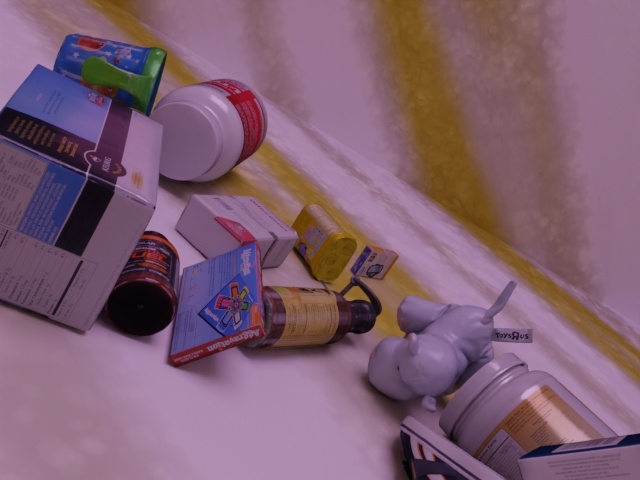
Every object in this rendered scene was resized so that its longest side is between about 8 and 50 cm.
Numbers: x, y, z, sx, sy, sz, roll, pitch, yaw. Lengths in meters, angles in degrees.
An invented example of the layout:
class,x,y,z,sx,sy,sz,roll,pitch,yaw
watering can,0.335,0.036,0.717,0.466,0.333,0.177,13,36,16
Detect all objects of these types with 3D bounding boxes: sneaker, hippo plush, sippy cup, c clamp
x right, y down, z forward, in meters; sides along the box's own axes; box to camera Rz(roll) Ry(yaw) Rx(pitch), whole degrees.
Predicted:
class,x,y,z,sx,sy,sz,roll,pitch,yaw
sneaker,0.184,0.370,1.075,0.126,0.127,0.321,34,-6,-14
hippo plush,0.228,0.240,1.336,0.237,0.294,0.234,-34,107,-46
sippy cup,-0.502,-0.372,1.657,0.224,0.305,0.239,18,56,-12
c clamp,0.065,0.120,1.493,0.022,0.161,0.137,-32,85,-31

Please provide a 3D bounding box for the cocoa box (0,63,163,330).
class,x,y,z,sx,sy,sz,roll,pitch,yaw
cocoa box,-0.389,-0.078,1.054,0.228,0.231,0.347,25,20,-22

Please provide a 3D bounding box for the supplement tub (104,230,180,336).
class,x,y,z,sx,sy,sz,roll,pitch,yaw
supplement tub,-0.275,0.057,1.106,0.106,0.106,0.198,26,19,-21

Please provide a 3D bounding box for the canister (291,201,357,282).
class,x,y,z,sx,sy,sz,roll,pitch,yaw
canister,0.000,0.000,1.671,0.073,0.126,0.170,17,22,-39

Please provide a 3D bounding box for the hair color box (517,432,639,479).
class,x,y,z,sx,sy,sz,roll,pitch,yaw
hair color box,0.388,0.432,0.889,0.105,0.174,0.346,7,68,-55

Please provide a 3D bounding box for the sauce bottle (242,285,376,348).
class,x,y,z,sx,sy,sz,roll,pitch,yaw
sauce bottle,-0.018,0.143,1.311,0.111,0.111,0.344,45,20,31

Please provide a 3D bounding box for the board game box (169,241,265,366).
class,x,y,z,sx,sy,sz,roll,pitch,yaw
board game box,-0.165,0.095,1.157,0.281,0.145,0.027,-103,171,-64

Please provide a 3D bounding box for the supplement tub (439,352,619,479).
class,x,y,z,sx,sy,sz,roll,pitch,yaw
supplement tub,0.381,0.368,1.207,0.228,0.228,0.316,8,31,-52

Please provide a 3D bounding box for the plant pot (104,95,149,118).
class,x,y,z,sx,sy,sz,roll,pitch,yaw
plant pot,-0.435,-0.220,1.475,0.167,0.166,0.165,21,14,-34

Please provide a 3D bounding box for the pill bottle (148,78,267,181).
class,x,y,z,sx,sy,sz,roll,pitch,yaw
pill bottle,-0.279,-0.270,1.725,0.229,0.229,0.407,33,18,-2

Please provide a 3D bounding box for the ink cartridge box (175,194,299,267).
class,x,y,z,sx,sy,sz,roll,pitch,yaw
ink cartridge box,-0.171,-0.018,1.486,0.159,0.092,0.218,41,22,21

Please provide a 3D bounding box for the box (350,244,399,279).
class,x,y,z,sx,sy,sz,roll,pitch,yaw
box,0.136,0.056,1.820,0.136,0.081,0.028,14,27,-47
